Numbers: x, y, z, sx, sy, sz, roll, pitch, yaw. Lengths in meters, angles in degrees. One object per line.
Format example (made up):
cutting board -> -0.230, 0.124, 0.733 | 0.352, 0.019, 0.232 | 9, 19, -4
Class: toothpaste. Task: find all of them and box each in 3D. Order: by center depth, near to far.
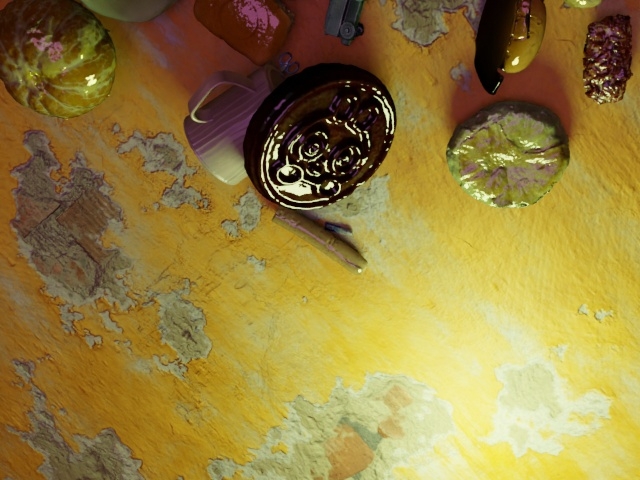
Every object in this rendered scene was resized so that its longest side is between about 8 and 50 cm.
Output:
toothpaste -> 0.051, -0.031, 2.065 | 0.083, 0.015, 0.024 | 14, 116, 13

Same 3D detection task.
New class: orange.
orange -> -0.682, -0.475, 1.906 | 0.329, 0.249, 0.329 | 16, 139, 14

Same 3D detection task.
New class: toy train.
toy train -> 0.067, -0.568, 1.811 | 0.099, 0.070, 0.172 | 23, 115, 14

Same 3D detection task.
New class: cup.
cup -> -0.203, -0.316, 1.886 | 0.273, 0.208, 0.288 | -30, 118, 20

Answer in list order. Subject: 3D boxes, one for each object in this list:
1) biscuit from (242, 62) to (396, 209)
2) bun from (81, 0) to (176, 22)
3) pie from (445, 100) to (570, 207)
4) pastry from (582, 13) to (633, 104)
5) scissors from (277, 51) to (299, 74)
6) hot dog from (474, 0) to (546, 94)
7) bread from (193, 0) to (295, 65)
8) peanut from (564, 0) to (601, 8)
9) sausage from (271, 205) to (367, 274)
biscuit -> 0.009, -0.240, 1.816 | 0.407, 0.091, 0.408 | -19, 136, -19
bun -> -0.479, -0.694, 1.822 | 0.293, 0.187, 0.293 | 0, 140, 0
pie -> 0.475, -0.213, 1.862 | 0.306, 0.071, 0.307 | 5, 116, 10
pastry -> 0.670, -0.418, 1.723 | 0.115, 0.097, 0.209 | 6, 115, 21
scissors -> -0.112, -0.437, 1.932 | 0.119, 0.014, 0.058 | -35, 100, 20
hot dog -> 0.459, -0.495, 1.682 | 0.107, 0.194, 0.326 | -9, 151, -17
bread -> -0.188, -0.561, 1.841 | 0.245, 0.121, 0.174 | 37, 114, -6
peanut -> 0.538, -0.605, 1.667 | 0.229, 0.098, 0.103 | 34, 71, 1
sausage -> 0.000, -0.001, 2.062 | 0.301, 0.066, 0.066 | 32, 115, -3
